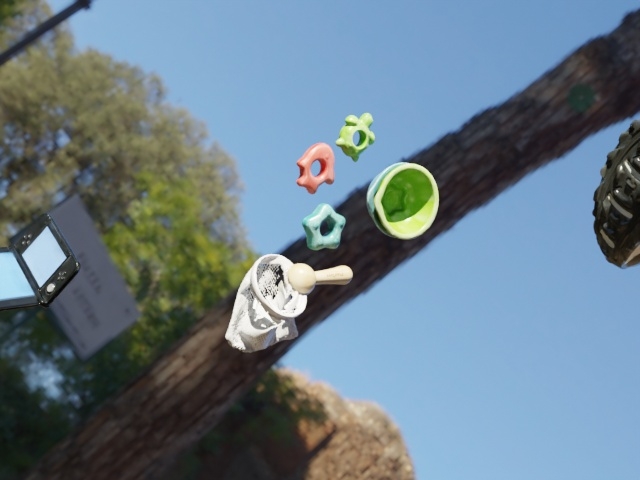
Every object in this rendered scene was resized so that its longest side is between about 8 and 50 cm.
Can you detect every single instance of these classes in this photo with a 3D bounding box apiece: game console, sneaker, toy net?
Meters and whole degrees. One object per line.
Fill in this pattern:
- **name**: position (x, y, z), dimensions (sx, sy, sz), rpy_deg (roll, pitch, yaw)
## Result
- **game console**: position (-0.376, 0.025, 1.483), dimensions (0.071, 0.107, 0.122), rpy_deg (32, 14, -50)
- **sneaker**: position (0.317, -0.083, 0.917), dimensions (0.108, 0.271, 0.100), rpy_deg (27, 19, -27)
- **toy net**: position (0.000, 0.000, 1.021), dimensions (0.045, 0.232, 0.122), rpy_deg (14, -34, 54)
